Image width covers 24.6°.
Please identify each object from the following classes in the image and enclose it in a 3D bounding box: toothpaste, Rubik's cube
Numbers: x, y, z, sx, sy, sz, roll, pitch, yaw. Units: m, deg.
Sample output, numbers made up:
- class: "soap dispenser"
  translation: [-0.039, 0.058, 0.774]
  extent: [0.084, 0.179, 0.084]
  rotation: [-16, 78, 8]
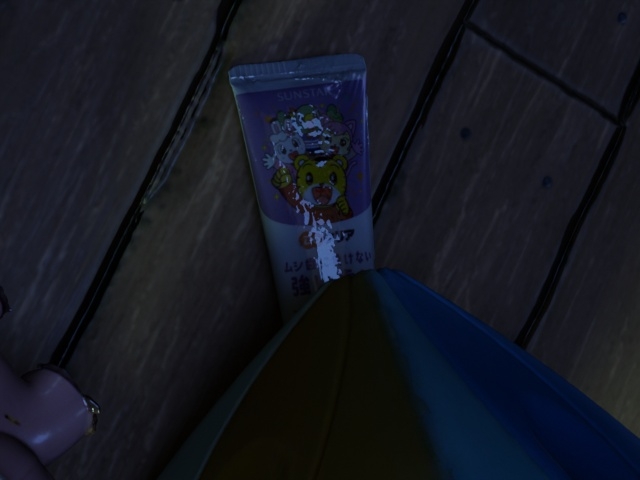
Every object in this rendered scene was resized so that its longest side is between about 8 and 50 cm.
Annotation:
- class: "toothpaste"
  translation: [0.000, 0.000, 1.198]
  extent: [0.114, 0.073, 0.299]
  rotation: [-8, 94, -10]
- class: "Rubik's cube"
  translation: [0.074, 0.276, 1.050]
  extent: [0.351, 0.352, 0.347]
  rotation: [33, 108, -26]

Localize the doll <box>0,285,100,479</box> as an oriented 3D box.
- class: "doll"
  translation: [-0.286, 0.181, 0.990]
  extent: [0.216, 0.284, 0.268]
  rotation: [53, 45, -16]
